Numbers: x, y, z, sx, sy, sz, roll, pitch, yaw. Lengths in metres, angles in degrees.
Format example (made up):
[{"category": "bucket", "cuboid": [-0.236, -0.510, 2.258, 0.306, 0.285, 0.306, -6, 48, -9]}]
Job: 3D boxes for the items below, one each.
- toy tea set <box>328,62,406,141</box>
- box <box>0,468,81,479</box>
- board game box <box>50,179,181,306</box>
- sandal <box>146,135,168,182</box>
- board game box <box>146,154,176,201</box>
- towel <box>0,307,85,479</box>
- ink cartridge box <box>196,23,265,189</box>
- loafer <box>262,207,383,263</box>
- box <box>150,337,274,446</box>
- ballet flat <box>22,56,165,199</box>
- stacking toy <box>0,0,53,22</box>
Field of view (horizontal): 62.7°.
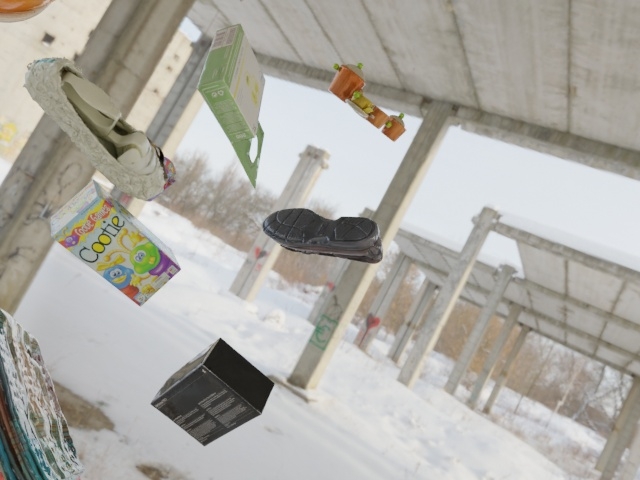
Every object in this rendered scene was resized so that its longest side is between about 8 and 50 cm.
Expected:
[{"category": "toy tea set", "cuboid": [0.168, -0.442, 1.660, 0.200, 0.124, 0.336, 45, 14, 31]}, {"category": "box", "cuboid": [-0.656, 0.525, 1.083, 0.142, 0.154, 0.300, 31, -16, 51]}, {"category": "board game box", "cuboid": [-0.502, 0.009, 1.297, 0.275, 0.144, 0.142, 50, -6, -34]}, {"category": "sandal", "cuboid": [-0.487, -0.247, 1.539, 0.072, 0.049, 0.180, -1, 55, -57]}, {"category": "board game box", "cuboid": [-0.559, -0.207, 1.797, 0.033, 0.169, 0.133, 28, -28, 34]}, {"category": "towel", "cuboid": [-0.408, 0.220, 0.739, 0.271, 0.040, 0.370, 65, -23, 11]}, {"category": "ink cartridge box", "cuboid": [-0.130, -0.233, 0.937, 0.056, 0.171, 0.235, -10, -41, 16]}, {"category": "loafer", "cuboid": [0.000, 0.000, 1.156, 0.302, 0.109, 0.095, 8, -40, 37]}, {"category": "box", "cuboid": [-0.268, 0.378, 1.295, 0.184, 0.261, 0.103, 42, 36, -13]}, {"category": "ballet flat", "cuboid": [-0.486, -0.245, 1.208, 0.147, 0.147, 0.409, 22, -22, 49]}, {"category": "stacking toy", "cuboid": [-0.305, -0.484, 0.689, 0.480, 0.350, 0.350, 4, -13, 17]}]
